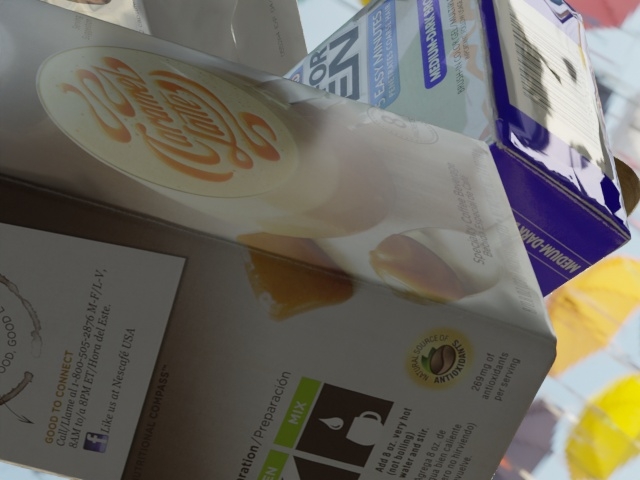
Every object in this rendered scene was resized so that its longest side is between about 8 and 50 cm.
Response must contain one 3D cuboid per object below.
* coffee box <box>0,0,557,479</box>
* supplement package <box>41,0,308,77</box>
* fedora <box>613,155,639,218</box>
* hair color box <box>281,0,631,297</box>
[{"bbox_3d":[-0.063,0.002,0.511,0.247,0.141,0.098,16,-63,-14],"label":"coffee box"},{"bbox_3d":[-0.133,-0.183,1.443,0.204,0.145,0.261,-45,-46,-39],"label":"supplement package"},{"bbox_3d":[0.142,-0.058,1.156,0.194,0.194,0.079,46,-138,-52],"label":"fedora"},{"bbox_3d":[0.000,0.000,0.873,0.110,0.185,0.339,32,-54,-29],"label":"hair color box"}]
